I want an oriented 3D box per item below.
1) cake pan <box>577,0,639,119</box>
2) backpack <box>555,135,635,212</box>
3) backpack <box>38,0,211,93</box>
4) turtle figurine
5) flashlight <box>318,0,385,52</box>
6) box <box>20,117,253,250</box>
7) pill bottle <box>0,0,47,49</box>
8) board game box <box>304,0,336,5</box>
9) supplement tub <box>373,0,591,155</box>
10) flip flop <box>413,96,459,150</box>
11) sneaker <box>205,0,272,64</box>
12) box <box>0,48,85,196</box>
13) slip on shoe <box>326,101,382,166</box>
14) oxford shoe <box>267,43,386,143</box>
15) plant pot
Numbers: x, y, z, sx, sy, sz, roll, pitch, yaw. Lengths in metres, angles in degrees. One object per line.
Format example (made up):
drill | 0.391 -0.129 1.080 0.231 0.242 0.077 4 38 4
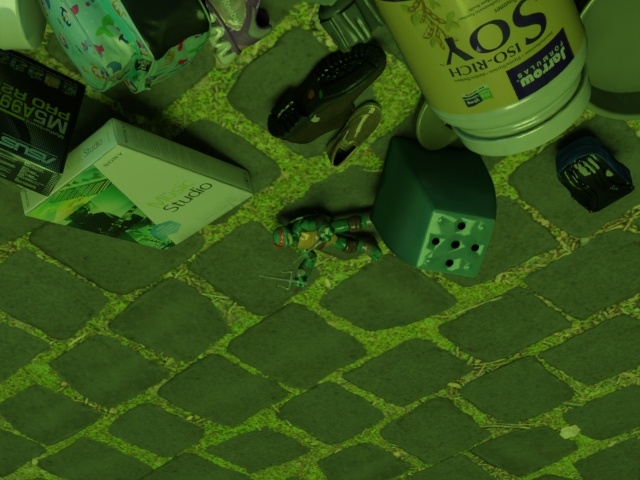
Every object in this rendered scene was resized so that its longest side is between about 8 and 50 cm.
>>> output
cake pan | 0.504 -0.315 1.322 0.293 0.054 0.293 -5 134 -6
backpack | 0.463 -0.122 1.515 0.120 0.101 0.098 33 125 -27
backpack | -0.263 -0.311 1.166 0.191 0.253 0.225 -33 95 -10
turtle figurine | 0.000 0.000 1.622 0.234 0.118 0.175 -8 154 -16
flashlight | -0.027 -0.392 1.172 0.103 0.103 0.304 -25 120 22
box | -0.302 -0.082 1.484 0.232 0.059 0.322 -31 151 28
pill bottle | -0.582 -0.347 1.150 0.407 0.229 0.229 2 137 -4
board game box | -0.061 -0.452 1.020 0.223 0.304 0.097 8 -179 -11
supplement tub | 0.219 -0.303 1.192 0.241 0.241 0.331 -21 127 20
flip flop | 0.273 -0.226 1.412 0.277 0.080 0.112 -25 132 23
sneaker | -0.137 -0.365 1.252 0.104 0.095 0.236 -18 140 7
box | -0.503 -0.208 1.310 0.270 0.216 0.060 25 130 -25
slip on shoe | 0.057 -0.178 1.486 0.051 0.041 0.135 28 130 -28
oxford shoe | 0.024 -0.234 1.412 0.227 0.083 0.096 -32 148 29
plant pot | 0.198 -0.044 1.462 0.165 0.234 0.166 9 115 -12
